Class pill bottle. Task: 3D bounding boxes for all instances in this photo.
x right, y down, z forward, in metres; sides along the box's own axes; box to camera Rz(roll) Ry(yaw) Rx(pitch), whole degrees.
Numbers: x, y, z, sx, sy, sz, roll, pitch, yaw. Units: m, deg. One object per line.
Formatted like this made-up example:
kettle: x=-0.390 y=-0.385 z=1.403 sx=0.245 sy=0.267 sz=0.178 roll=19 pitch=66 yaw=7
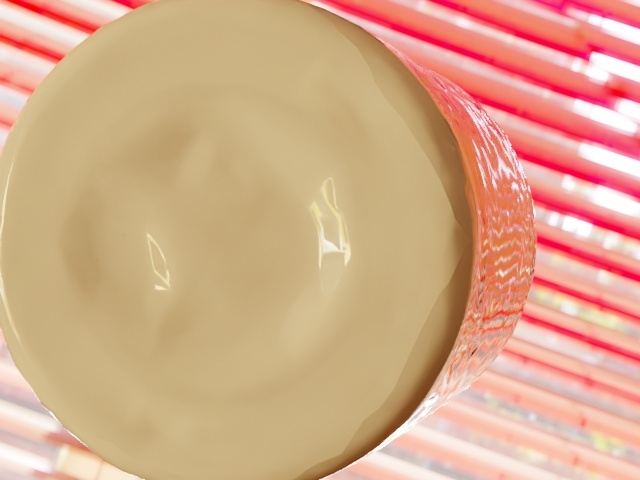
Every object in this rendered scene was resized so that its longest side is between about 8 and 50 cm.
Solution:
pill bottle: x=0.000 y=0.000 z=0.682 sx=0.176 sy=0.176 sz=0.318 roll=19 pitch=4 yaw=12
